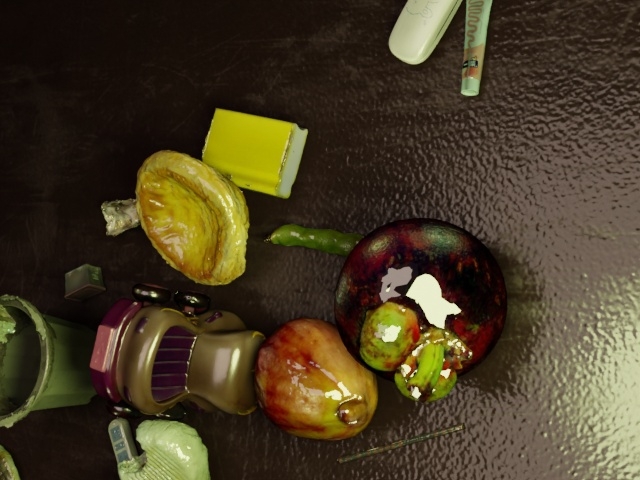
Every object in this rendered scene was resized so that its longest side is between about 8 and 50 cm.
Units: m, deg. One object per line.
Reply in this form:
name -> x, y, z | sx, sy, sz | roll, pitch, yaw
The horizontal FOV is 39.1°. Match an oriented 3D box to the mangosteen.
mangosteen -> 0.175, 0.120, 1.558 | 0.306, 0.359, 0.306 | 0, 108, 1

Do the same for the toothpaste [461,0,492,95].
toothpaste -> 0.299, -0.383, 1.744 | 0.056, 0.036, 0.205 | 1, 79, 30

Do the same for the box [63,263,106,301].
box -> -0.555, 0.098, 2.112 | 0.084, 0.060, 0.063 | -25, 67, 24

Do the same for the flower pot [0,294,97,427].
flower pot -> -0.628, 0.270, 2.010 | 0.290, 0.259, 0.290 | -5, 80, 28

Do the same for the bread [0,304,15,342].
bread -> -0.710, 0.153, 1.858 | 0.064, 0.172, 0.232 | -59, 17, 7

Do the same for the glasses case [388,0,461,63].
glasses case -> 0.219, -0.460, 1.782 | 0.092, 0.059, 0.233 | 35, 100, 27

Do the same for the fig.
fig -> -0.007, 0.273, 1.710 | 0.263, 0.224, 0.224 | 37, 100, 24

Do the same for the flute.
flute -> 0.149, 0.387, 1.716 | 0.269, 0.014, 0.014 | -22, 73, 24

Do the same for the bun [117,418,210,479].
bun -> -0.321, 0.461, 1.891 | 0.212, 0.126, 0.204 | -27, 97, 28

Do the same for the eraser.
eraser -> -0.146, -0.188, 1.931 | 0.226, 0.069, 0.158 | 15, 87, 30

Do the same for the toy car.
toy car -> -0.260, 0.239, 1.771 | 0.240, 0.340, 0.271 | 11, 89, 37

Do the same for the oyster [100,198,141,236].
oyster -> -0.434, -0.059, 2.085 | 0.199, 0.061, 0.106 | 6, 103, 31

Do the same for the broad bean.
broad bean -> 0.001, 0.000, 1.834 | 0.256, 0.053, 0.052 | 8, 124, 29

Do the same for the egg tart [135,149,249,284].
egg tart -> -0.254, -0.055, 1.910 | 0.319, 0.128, 0.319 | 20, 125, 31

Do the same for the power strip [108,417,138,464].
power strip -> -0.428, 0.480, 2.001 | 0.047, 0.030, 0.191 | -30, 69, 22

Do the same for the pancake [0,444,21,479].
pancake -> -0.811, 0.613, 2.181 | 0.253, 0.037, 0.254 | -4, 81, 28
